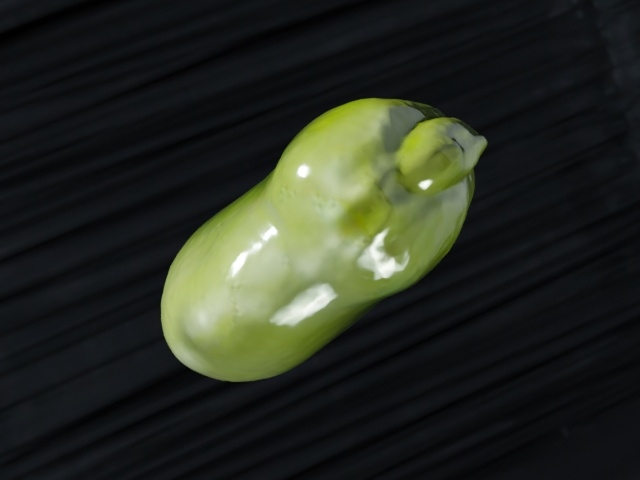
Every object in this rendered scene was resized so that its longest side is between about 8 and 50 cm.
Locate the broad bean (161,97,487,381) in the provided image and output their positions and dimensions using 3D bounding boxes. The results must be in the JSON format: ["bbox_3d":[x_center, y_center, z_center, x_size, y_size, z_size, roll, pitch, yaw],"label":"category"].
[{"bbox_3d":[0.000,-0.001,0.961,0.119,0.238,0.291,50,156,0],"label":"broad bean"}]
